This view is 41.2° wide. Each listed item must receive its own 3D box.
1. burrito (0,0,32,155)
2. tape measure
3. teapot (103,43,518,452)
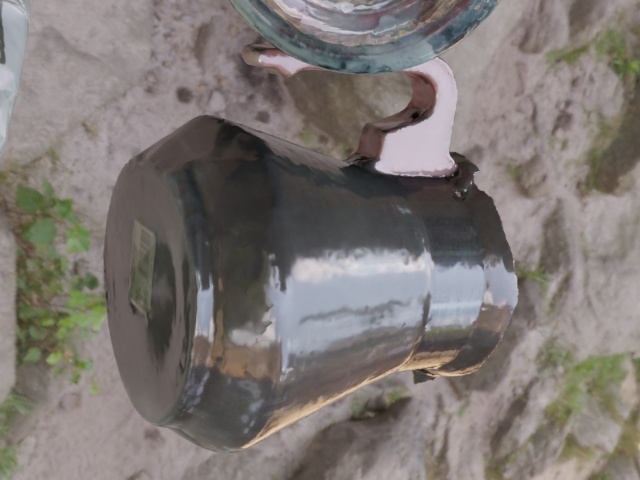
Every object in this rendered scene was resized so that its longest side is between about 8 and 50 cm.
[{"bbox_3d":[-0.147,-0.089,0.350,0.064,0.203,0.064,-2,135,-2],"label":"burrito"},{"bbox_3d":[0.036,-0.273,0.656,0.147,0.256,0.275,-71,167,-54],"label":"tape measure"},{"bbox_3d":[0.000,0.000,0.828,0.361,0.305,0.376,-3,108,-31],"label":"teapot"}]
